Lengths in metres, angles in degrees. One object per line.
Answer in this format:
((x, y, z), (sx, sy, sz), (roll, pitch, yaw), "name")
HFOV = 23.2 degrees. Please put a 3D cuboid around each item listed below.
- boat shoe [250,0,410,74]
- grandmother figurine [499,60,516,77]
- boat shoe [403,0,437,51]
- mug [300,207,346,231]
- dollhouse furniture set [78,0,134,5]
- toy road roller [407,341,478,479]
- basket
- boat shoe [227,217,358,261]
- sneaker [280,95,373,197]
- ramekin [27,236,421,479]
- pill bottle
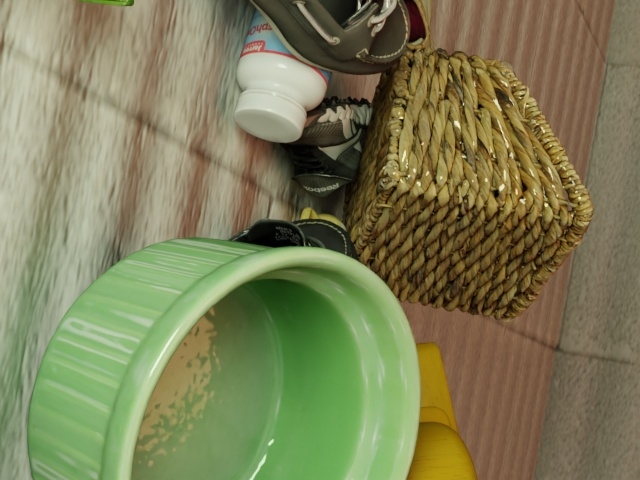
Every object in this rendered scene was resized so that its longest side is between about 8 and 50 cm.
((-0.001, -0.228, 1.331), (0.335, 0.095, 0.112), (30, 69, -49), "boat shoe")
((0.223, -0.162, 2.223), (0.208, 0.104, 0.342), (-57, 171, 17), "grandmother figurine")
((0.115, -0.246, 1.923), (0.045, 0.050, 0.135), (-42, 128, -58), "boat shoe")
((0.003, 0.002, 1.673), (0.078, 0.062, 0.064), (108, -5, -55), "mug")
((-0.173, -0.187, 1.021), (0.151, 0.076, 0.059), (-20, 117, -71), "dollhouse furniture set")
((0.045, 0.207, 1.438), (0.240, 0.202, 0.329), (106, -24, -58), "toy road roller")
((0.155, -0.069, 1.689), (0.299, 0.223, 0.213), (110, -11, -62), "basket")
((-0.048, 0.038, 1.432), (0.340, 0.127, 0.113), (-37, 145, -52), "boat shoe")
((0.000, -0.095, 1.589), (0.234, 0.078, 0.106), (-16, 111, -73), "sneaker")
((-0.077, 0.141, 1.200), (0.303, 0.148, 0.303), (-14, 111, -42), "ramekin")
((-0.028, -0.176, 1.449), (0.087, 0.087, 0.160), (61, 41, -62), "pill bottle")
